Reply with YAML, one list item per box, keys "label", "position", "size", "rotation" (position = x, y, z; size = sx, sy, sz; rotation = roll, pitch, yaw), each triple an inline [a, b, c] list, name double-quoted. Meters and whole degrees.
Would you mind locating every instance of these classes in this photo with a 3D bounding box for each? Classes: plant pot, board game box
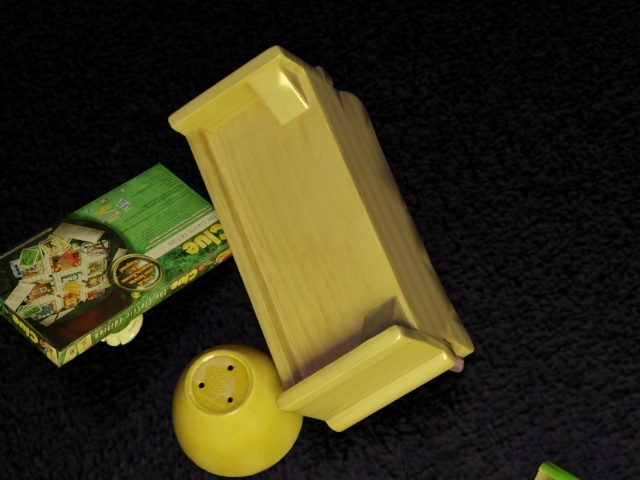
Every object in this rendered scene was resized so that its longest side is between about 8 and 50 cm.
- label: "plant pot"
  position: [-0.089, 0.155, 1.601]
  size: [0.134, 0.095, 0.134]
  rotation: [-3, 67, 7]
- label: "board game box"
  position: [-0.211, 0.019, 1.654]
  size: [0.136, 0.030, 0.260]
  rotation: [38, 49, 24]

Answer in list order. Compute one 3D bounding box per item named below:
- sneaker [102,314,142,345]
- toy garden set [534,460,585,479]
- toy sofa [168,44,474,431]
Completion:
- label: "sneaker"
  position: [-0.262, 0.046, 1.686]
  size: [0.166, 0.076, 0.065]
  rotation: [22, 71, 17]
- label: "toy garden set"
  position: [0.218, 0.345, 1.427]
  size: [0.204, 0.049, 0.244]
  rotation: [28, 92, 36]
- label: "toy sofa"
  position: [0.000, 0.000, 1.645]
  size: [0.150, 0.177, 0.362]
  rotation: [-32, 64, 20]
